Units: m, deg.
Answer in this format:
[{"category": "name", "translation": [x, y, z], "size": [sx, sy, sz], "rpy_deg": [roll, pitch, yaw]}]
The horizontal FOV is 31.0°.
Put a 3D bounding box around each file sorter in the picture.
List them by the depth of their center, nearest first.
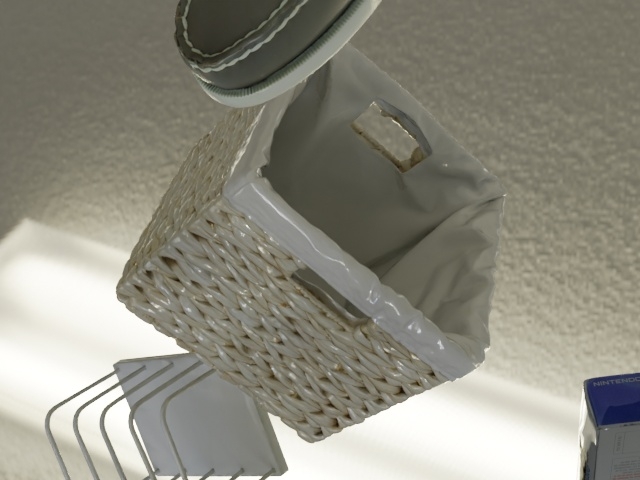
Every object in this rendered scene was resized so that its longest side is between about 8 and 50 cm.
[{"category": "file sorter", "translation": [-0.224, 0.282, 1.630], "size": [0.278, 0.192, 0.173], "rpy_deg": [-11, -166, 42]}]

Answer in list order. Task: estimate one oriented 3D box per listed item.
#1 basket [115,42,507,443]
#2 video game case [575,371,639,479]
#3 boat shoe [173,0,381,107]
[{"category": "basket", "translation": [0.000, 0.000, 1.302], "size": [0.266, 0.328, 0.331], "rpy_deg": [-38, -159, 35]}, {"category": "video game case", "translation": [0.362, 0.205, 1.016], "size": [0.270, 0.244, 0.061], "rpy_deg": [-6, -139, 1]}, {"category": "boat shoe", "translation": [0.011, -0.210, 0.577], "size": [0.109, 0.091, 0.305], "rpy_deg": [36, -84, 25]}]
